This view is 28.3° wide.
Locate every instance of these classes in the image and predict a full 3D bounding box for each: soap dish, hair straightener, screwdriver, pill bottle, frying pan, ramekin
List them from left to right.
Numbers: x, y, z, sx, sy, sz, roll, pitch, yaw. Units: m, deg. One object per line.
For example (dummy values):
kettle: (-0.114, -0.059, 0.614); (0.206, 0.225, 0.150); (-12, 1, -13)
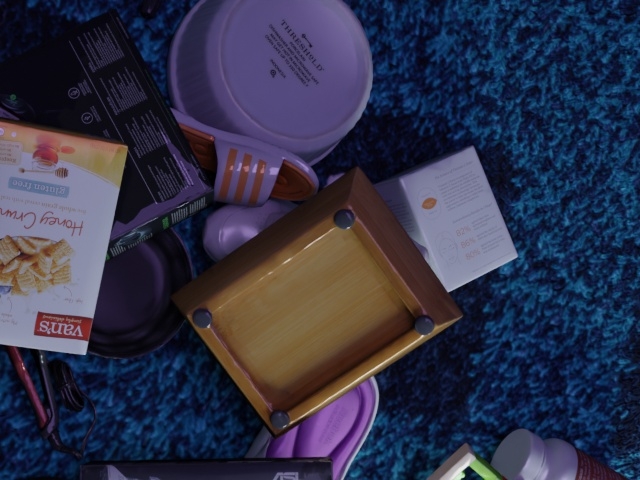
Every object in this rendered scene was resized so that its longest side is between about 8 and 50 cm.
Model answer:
hair straightener: (-0.326, 0.155, 1.545); (0.089, 0.047, 0.231); (-23, 89, -24)
frying pan: (-0.282, -0.008, 1.580); (0.197, 0.053, 0.326); (-28, 94, -27)
screwdriver: (-0.205, -0.369, 1.668); (0.025, 0.024, 0.170); (28, 70, -48)
ramekin: (-0.056, -0.222, 1.660); (0.272, 0.127, 0.273); (2, 84, -23)
soap dish: (-0.007, 0.085, 1.548); (0.290, 0.118, 0.229); (-35, 96, 9)
pill bottle: (0.348, 0.354, 1.782); (0.216, 0.121, 0.121); (32, 73, -17)

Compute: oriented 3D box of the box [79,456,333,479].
box: (-0.134, 0.387, 1.533); (0.307, 0.076, 0.243); (0, 85, 0)

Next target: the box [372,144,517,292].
box: (0.172, -0.027, 1.760); (0.130, 0.091, 0.171); (-24, 95, -23)

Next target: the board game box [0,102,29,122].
board game box: (-0.520, -0.136, 1.396); (0.346, 0.056, 0.208); (32, 94, 5)

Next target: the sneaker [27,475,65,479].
sneaker: (-0.377, 0.507, 1.459); (0.257, 0.169, 0.447); (48, 67, -29)

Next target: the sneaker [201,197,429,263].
sneaker: (0.000, 0.000, 1.650); (0.305, 0.152, 0.114); (8, 83, -21)

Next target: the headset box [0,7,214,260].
headset box: (-0.305, -0.089, 1.484); (0.283, 0.131, 0.246); (-29, 85, -9)

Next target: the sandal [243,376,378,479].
sandal: (-0.037, 0.335, 1.626); (0.169, 0.102, 0.416); (25, 76, -19)

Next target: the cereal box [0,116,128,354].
cereal box: (-0.315, -0.005, 1.363); (0.173, 0.047, 0.240); (9, 98, -19)

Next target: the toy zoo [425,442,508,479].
toy zoo: (0.233, 0.431, 1.723); (0.293, 0.030, 0.192); (41, 102, -14)

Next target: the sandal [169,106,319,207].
sandal: (-0.134, -0.089, 1.601); (0.265, 0.102, 0.076); (20, 60, 4)
